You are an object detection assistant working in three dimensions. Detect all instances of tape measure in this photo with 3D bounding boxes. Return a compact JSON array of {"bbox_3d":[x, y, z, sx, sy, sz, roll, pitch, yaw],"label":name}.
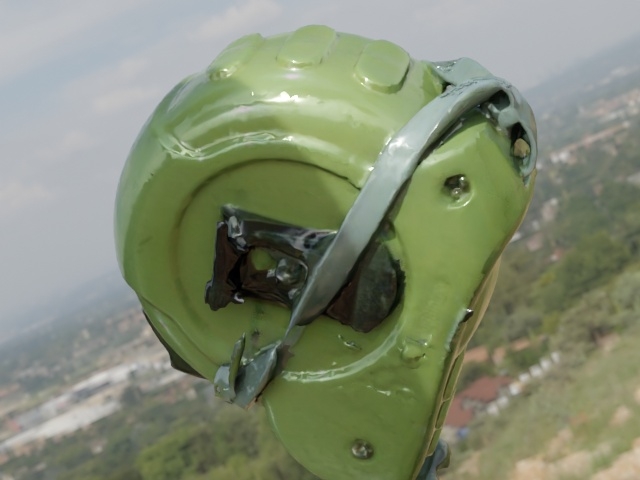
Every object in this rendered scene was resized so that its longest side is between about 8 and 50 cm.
[{"bbox_3d":[0.000,0.000,0.509,0.087,0.154,0.177,-59,-11,-58],"label":"tape measure"}]
